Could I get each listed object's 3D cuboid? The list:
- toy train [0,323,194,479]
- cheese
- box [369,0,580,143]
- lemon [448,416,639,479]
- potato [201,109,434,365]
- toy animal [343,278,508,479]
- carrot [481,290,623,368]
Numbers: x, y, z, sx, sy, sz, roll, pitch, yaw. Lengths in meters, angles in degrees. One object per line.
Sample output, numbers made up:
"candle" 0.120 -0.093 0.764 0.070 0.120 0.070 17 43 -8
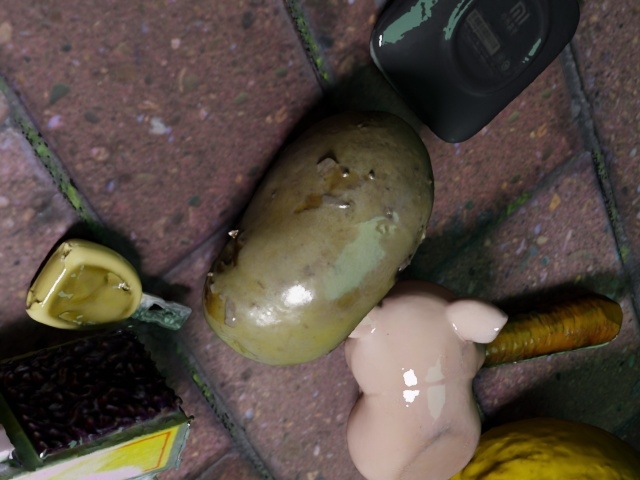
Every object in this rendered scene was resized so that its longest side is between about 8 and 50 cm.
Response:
"toy train" -0.232 0.188 1.318 0.261 0.134 0.177 -14 143 -33
"cheese" -0.180 0.051 1.351 0.162 0.036 0.086 22 105 -46
"box" 0.152 -0.197 1.444 0.201 0.042 0.212 -48 139 -4
"lemon" 0.271 0.344 1.761 0.297 0.297 0.297 -22 131 -27
"potato" 0.000 0.000 1.374 0.165 0.165 0.262 21 112 -46
"toy animal" 0.092 0.151 1.563 0.167 0.154 0.250 -11 125 -11
"carrot" 0.234 0.104 1.718 0.260 0.070 0.070 -9 125 -32
